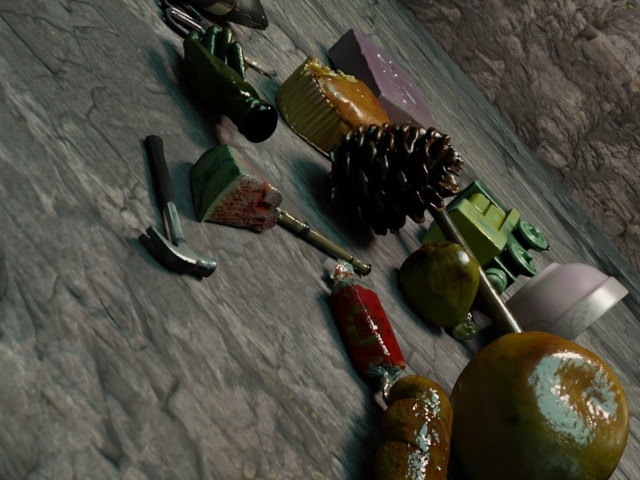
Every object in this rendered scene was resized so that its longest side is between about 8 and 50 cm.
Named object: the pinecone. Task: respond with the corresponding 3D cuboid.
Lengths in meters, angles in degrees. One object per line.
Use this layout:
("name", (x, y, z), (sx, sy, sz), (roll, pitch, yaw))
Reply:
("pinecone", (0.137, -0.119, 1.422), (0.224, 0.273, 0.224), (-7, 90, -69))

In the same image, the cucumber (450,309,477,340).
("cucumber", (0.268, 0.107, 1.540), (0.214, 0.052, 0.058), (-100, 169, -47))

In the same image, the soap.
("soap", (0.172, -0.371, 1.968), (0.285, 0.107, 0.296), (28, 34, -42))

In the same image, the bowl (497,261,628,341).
("bowl", (0.477, 0.149, 1.564), (0.143, 0.287, 0.287), (49, 24, 18))

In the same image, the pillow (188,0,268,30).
("pillow", (-0.226, -0.528, 1.534), (0.250, 0.106, 0.186), (7, 45, -53))

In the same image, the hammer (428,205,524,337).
("hammer", (0.295, 0.033, 1.523), (0.168, 0.044, 0.439), (96, -32, -66))

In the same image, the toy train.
("toy train", (0.391, 0.002, 1.770), (0.253, 0.160, 0.397), (45, 26, 4))

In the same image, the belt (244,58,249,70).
("belt", (-0.176, -0.348, 1.455), (0.083, 0.036, 0.059), (11, 44, -54))

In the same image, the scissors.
("scissors", (-0.194, -0.394, 1.506), (0.300, 0.022, 0.109), (23, 40, -45))

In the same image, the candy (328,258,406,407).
("candy", (0.073, 0.140, 1.177), (0.086, 0.059, 0.292), (20, 39, -48))

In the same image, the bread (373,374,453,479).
("bread", (0.118, 0.317, 0.961), (0.124, 0.084, 0.344), (48, 34, -23))

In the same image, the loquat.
("loquat", (0.338, 0.288, 1.190), (0.276, 0.276, 0.283), (39, 46, -23))

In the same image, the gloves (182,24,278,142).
("gloves", (-0.164, -0.270, 1.288), (0.135, 0.107, 0.268), (30, 27, -56))

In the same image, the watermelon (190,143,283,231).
("watermelon", (-0.117, -0.064, 1.110), (0.158, 0.098, 0.121), (47, 26, -16))

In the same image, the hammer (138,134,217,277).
("hammer", (-0.213, -0.060, 1.026), (0.103, 0.029, 0.246), (22, 36, -45))

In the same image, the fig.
("fig", (0.228, 0.084, 1.437), (0.144, 0.154, 0.165), (17, 70, -71))

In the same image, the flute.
("flute", (0.000, 0.000, 1.284), (0.233, 0.027, 0.027), (33, 31, -31))

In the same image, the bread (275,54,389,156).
("bread", (0.036, -0.271, 1.585), (0.250, 0.133, 0.179), (35, 34, -27))
